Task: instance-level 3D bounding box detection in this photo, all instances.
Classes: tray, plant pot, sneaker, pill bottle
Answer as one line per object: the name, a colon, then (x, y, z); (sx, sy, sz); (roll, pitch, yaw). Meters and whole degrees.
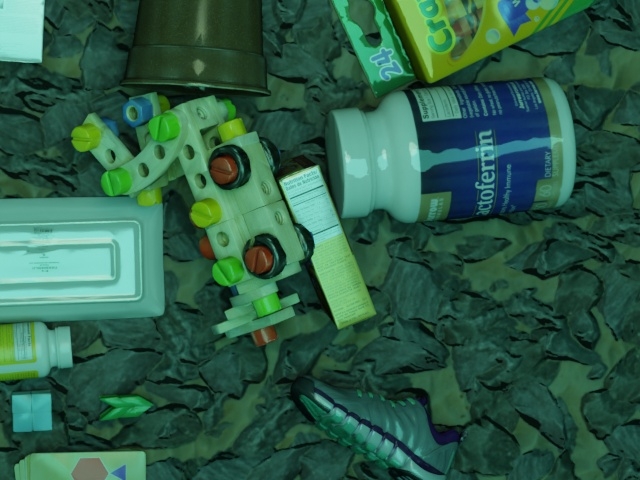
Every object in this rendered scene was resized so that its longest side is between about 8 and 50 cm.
tray: (-0.313, 0.024, 1.971); (0.270, 0.030, 0.145); (-2, 99, -9)
plant pot: (-0.133, -0.245, 1.897); (0.167, 0.167, 0.165); (3, 91, -10)
sneaker: (0.068, 0.207, 2.051); (0.223, 0.083, 0.098); (37, 69, -15)
pill bottle: (0.144, -0.099, 1.961); (0.264, 0.153, 0.153); (-6, 100, -7)
pill bottle: (-0.342, 0.126, 1.965); (0.116, 0.065, 0.065); (-4, 100, -8)

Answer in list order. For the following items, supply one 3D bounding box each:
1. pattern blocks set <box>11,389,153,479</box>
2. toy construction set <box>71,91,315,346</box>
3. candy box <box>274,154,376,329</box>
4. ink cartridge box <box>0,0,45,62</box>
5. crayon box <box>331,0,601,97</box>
pattern blocks set: (-0.276, 0.333, 2.029); (0.285, 0.026, 0.325); (8, 98, -11)
toy construction set: (-0.121, -0.023, 1.904); (0.215, 0.151, 0.328); (-21, 105, 37)
candy box: (0.000, 0.000, 1.976); (0.053, 0.109, 0.187); (-22, 101, -5)
ink cartridge box: (-0.338, -0.257, 1.921); (0.063, 0.029, 0.115); (3, 98, -9)
crayon box: (0.173, -0.316, 1.965); (0.323, 0.083, 0.203); (-26, 102, -3)
